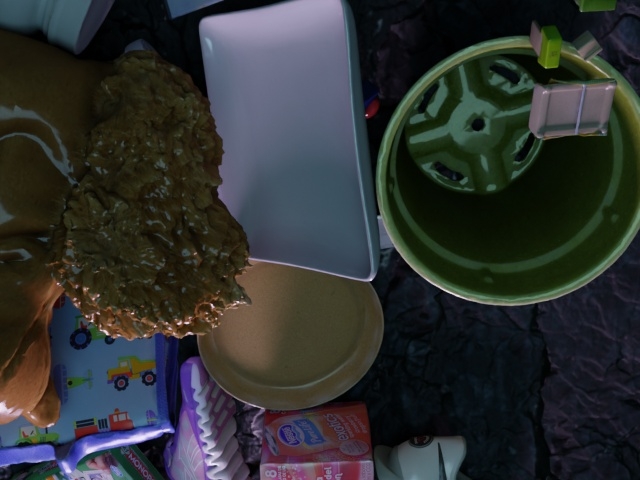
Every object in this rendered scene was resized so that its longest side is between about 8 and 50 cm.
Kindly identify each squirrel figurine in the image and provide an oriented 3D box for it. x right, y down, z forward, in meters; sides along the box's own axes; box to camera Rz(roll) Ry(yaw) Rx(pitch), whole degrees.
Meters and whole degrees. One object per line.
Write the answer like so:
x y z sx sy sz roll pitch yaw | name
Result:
-0.275 0.001 1.024 0.397 0.281 0.370 0 68 10 | squirrel figurine

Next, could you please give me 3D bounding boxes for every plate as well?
-0.029 -0.109 1.065 0.045 0.278 0.277 -15 103 -33 | plate

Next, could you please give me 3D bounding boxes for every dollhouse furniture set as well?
0.234 -0.171 0.947 0.076 0.058 0.151 -6 128 -7 | dollhouse furniture set

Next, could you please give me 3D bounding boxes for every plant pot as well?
-0.038 0.110 1.291 0.236 0.032 0.236 -3 116 -6 | plant pot
0.190 -0.101 1.115 0.276 0.254 0.276 0 108 -1 | plant pot

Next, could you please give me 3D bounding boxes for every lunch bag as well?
-0.277 0.124 1.159 0.221 0.293 0.138 -9 139 3 | lunch bag

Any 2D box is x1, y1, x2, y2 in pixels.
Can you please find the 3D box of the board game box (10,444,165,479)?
-0.255 0.414 1.371 0.213 0.046 0.317 -25 110 28 | board game box

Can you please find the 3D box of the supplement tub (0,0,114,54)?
-0.349 -0.349 1.035 0.316 0.228 0.228 27 107 -10 | supplement tub

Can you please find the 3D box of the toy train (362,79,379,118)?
-0.052 -0.119 1.200 0.143 0.105 0.248 40 123 3 | toy train

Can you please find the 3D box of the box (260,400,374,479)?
-0.001 0.378 1.340 0.142 0.154 0.300 -2 111 0 | box

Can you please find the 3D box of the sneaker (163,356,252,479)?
-0.163 0.266 1.335 0.104 0.095 0.236 -3 107 20 | sneaker

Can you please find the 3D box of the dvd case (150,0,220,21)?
-0.096 -0.347 1.043 0.022 0.253 0.180 5 119 44 | dvd case

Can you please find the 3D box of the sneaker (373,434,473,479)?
0.188 0.410 1.367 0.146 0.122 0.330 -17 109 7 | sneaker

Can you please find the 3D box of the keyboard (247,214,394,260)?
0.000 0.000 1.256 0.256 0.014 0.072 -9 146 3 | keyboard

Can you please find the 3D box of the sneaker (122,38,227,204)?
-0.178 -0.106 1.194 0.091 0.094 0.258 -24 108 5 | sneaker
